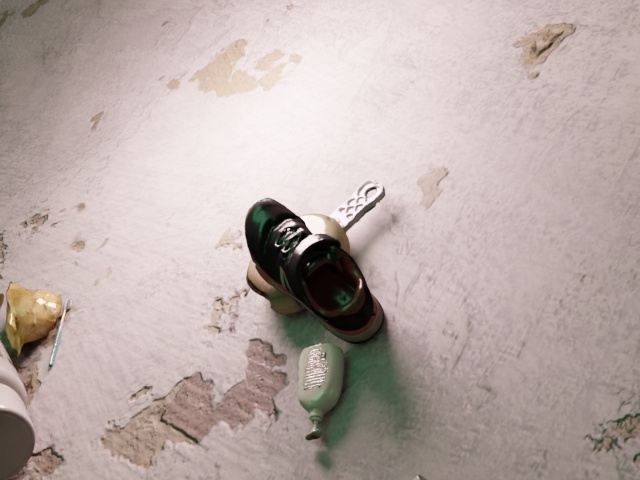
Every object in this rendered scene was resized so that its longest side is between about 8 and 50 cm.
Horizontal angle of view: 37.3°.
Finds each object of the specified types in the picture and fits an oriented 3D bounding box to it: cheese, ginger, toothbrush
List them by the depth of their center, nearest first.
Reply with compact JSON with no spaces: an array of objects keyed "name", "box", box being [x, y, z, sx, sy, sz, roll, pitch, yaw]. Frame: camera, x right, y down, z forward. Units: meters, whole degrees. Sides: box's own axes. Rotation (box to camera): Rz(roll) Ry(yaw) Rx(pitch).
[{"name":"cheese","box":[0.000,0.000,1.628,0.286,0.082,0.163,-42,42,-3]},{"name":"toothbrush","box":[-0.528,0.185,1.928,0.014,0.011,0.167,-15,46,20]},{"name":"ginger","box":[-0.600,0.139,1.977,0.123,0.115,0.193,-21,31,-9]}]

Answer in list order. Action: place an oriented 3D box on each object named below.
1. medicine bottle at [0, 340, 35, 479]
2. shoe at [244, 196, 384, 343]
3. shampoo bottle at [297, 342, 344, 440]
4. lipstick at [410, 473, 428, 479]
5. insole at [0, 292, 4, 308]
[{"name":"medicine bottle","box":[-0.668,0.299,1.784,0.208,0.208,0.340,-45,41,-5]},{"name":"shoe","box":[-0.022,0.040,1.486,0.114,0.137,0.291,-44,71,-9]},{"name":"shampoo bottle","box":[-0.002,0.232,1.447,0.077,0.045,0.152,-17,44,23]},{"name":"lipstick","box":[0.079,0.390,1.239,0.186,0.057,0.063,-41,40,8]},{"name":"insole","box":[-0.735,0.173,2.108,0.045,0.002,0.135,-11,49,31]}]
